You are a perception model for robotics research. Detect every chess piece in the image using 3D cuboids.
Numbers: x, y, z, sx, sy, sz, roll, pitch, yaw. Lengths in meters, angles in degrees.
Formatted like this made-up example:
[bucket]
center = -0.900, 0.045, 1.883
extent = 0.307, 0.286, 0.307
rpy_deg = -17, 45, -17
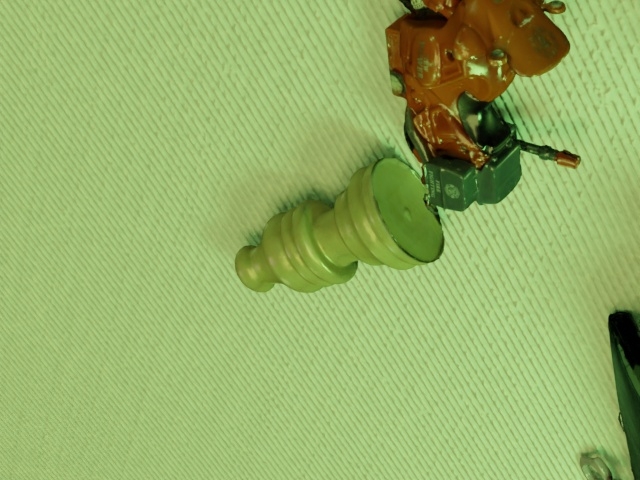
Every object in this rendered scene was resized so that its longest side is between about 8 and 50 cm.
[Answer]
[chess piece]
center = 0.000, 0.000, 1.753
extent = 0.307, 0.124, 0.138
rpy_deg = -19, 152, 40

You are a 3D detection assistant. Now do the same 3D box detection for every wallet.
[wallet]
center = 0.440, 0.281, 1.770
extent = 0.046, 0.191, 0.379
rpy_deg = -19, 126, 2

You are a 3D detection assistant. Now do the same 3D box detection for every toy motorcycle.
[toy motorcycle]
center = 0.172, -0.174, 1.492
extent = 0.221, 0.148, 0.326
rpy_deg = 23, 139, 35

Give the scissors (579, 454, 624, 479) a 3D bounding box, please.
[scissors]
center = 0.418, 0.392, 1.975
extent = 0.110, 0.021, 0.212
rpy_deg = 41, 154, 32
